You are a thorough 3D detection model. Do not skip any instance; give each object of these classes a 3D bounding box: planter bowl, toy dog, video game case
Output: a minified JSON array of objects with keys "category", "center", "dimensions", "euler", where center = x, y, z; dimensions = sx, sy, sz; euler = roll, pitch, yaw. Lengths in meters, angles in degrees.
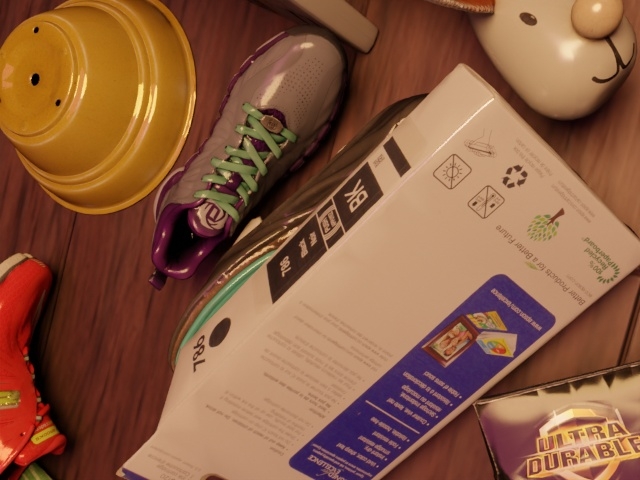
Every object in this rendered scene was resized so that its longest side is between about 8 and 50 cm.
[{"category":"planter bowl","center":[-0.226,-0.134,0.656],"dimensions":[0.217,0.090,0.217],"euler":[-1,87,26]},{"category":"toy dog","center":[0.055,-0.225,0.407],"dimensions":[0.333,0.161,0.220],"euler":[25,79,3]},{"category":"video game case","center":[-0.087,-0.208,0.515],"dimensions":[0.206,0.227,0.026],"euler":[30,101,24]}]

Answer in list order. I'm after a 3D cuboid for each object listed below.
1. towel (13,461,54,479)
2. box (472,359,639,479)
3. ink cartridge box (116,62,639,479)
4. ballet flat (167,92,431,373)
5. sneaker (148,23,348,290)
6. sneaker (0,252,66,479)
[{"category":"towel","center":[-0.378,0.280,0.736],"dimensions":[0.325,0.038,0.248],"euler":[31,99,26]},{"category":"box","center":[0.271,0.170,0.377],"dimensions":[0.322,0.079,0.257],"euler":[-19,75,16]},{"category":"ink cartridge box","center":[0.031,0.064,0.480],"dimensions":[0.332,0.165,0.065],"euler":[-45,29,15]},{"category":"ballet flat","center":[0.000,0.000,0.540],"dimensions":[0.280,0.095,0.096],"euler":[-41,28,8]},{"category":"sneaker","center":[-0.054,-0.052,0.543],"dimensions":[0.224,0.083,0.098],"euler":[-49,23,30]},{"category":"sneaker","center":[-0.281,0.152,0.660],"dimensions":[0.118,0.107,0.279],"euler":[13,78,3]}]
